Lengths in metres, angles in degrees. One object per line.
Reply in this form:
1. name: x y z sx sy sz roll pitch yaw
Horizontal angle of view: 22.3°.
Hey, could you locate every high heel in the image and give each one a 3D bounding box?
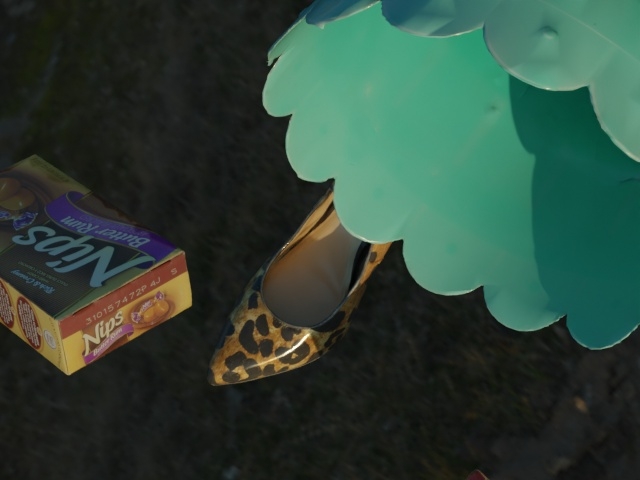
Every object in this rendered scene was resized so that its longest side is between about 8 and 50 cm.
1. high heel: 0.000 0.000 1.276 0.261 0.186 0.093 -40 68 -15

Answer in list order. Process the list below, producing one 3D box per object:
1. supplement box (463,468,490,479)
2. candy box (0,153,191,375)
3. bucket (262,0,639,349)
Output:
1. supplement box: 0.126 0.244 1.203 0.081 0.188 0.104 -44 75 -8
2. candy box: -0.191 0.013 1.155 0.109 0.053 0.186 -29 41 -31
3. bucket: 0.125 -0.092 0.915 0.281 0.281 0.183 14 59 38
